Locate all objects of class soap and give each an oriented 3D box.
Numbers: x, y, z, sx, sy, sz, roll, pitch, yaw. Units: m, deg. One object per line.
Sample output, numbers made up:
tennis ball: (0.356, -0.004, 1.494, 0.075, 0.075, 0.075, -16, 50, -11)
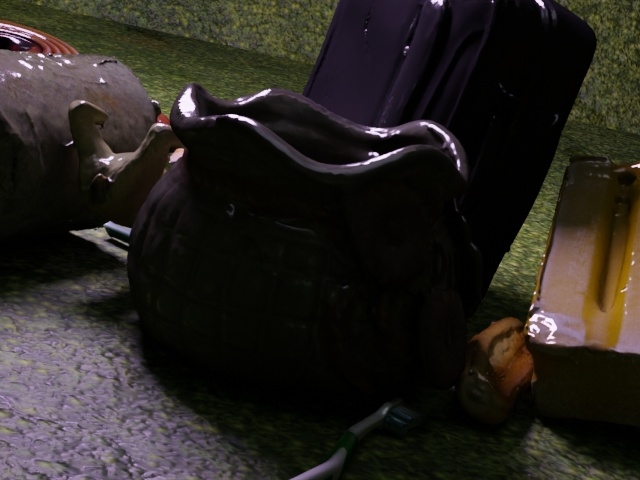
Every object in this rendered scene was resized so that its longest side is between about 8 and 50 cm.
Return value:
soap: (0.301, 0.038, 1.221, 0.199, 0.091, 0.315, 3, 36, 15)

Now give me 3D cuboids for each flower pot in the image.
flower pot: (0.000, 0.000, 1.116, 0.302, 0.213, 0.302, 11, 13, -2)

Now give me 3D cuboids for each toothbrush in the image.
toothbrush: (0.010, 0.148, 0.926, 0.030, 0.030, 0.304, 18, 12, 20)

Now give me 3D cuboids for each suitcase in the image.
suitcase: (0.109, -0.117, 1.412, 0.188, 0.345, 0.339, 19, 12, -28)

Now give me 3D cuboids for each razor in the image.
razor: (-0.134, -0.015, 1.422, 0.068, 0.037, 0.191, 22, 16, 36)

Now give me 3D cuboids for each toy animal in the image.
toy animal: (-0.150, -0.038, 1.236, 0.103, 0.101, 0.219, 11, -13, 29)

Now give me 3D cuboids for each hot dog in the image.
hot dog: (0.151, 0.110, 1.174, 0.066, 0.047, 0.216, 52, 20, 2)

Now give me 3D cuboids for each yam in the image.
yam: (-0.299, -0.086, 1.248, 0.195, 0.195, 0.300, 20, 15, 27)

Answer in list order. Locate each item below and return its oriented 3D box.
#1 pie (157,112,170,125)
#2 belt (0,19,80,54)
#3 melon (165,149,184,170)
pie: (-0.299, -0.157, 1.798, 0.204, 0.054, 0.219, 23, 17, 35)
belt: (-0.397, -0.158, 1.495, 0.217, 0.122, 0.339, 24, 20, 10)
melon: (-0.155, -0.102, 1.724, 0.098, 0.054, 0.182, 8, 13, 5)
